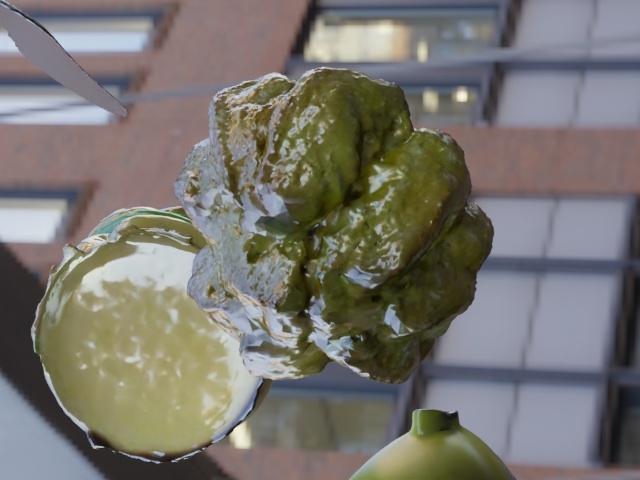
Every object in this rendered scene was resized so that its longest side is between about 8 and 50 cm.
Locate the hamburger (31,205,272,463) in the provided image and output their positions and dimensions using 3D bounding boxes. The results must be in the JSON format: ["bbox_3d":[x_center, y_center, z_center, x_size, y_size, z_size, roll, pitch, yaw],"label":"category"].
[{"bbox_3d":[-0.139,0.073,1.647,0.149,0.237,0.237,-59,-33,-71],"label":"hamburger"}]

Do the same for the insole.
[{"bbox_3d":[-0.221,-0.150,1.520,0.007,0.109,0.322,-61,-11,-6],"label":"insole"}]

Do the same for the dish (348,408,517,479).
[{"bbox_3d":[0.128,0.288,1.598,0.221,0.108,0.262,-37,-76,-20],"label":"dish"}]

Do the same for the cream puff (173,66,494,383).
[{"bbox_3d":[0.005,-0.005,1.344,0.244,0.244,0.196,66,-144,-55],"label":"cream puff"}]
